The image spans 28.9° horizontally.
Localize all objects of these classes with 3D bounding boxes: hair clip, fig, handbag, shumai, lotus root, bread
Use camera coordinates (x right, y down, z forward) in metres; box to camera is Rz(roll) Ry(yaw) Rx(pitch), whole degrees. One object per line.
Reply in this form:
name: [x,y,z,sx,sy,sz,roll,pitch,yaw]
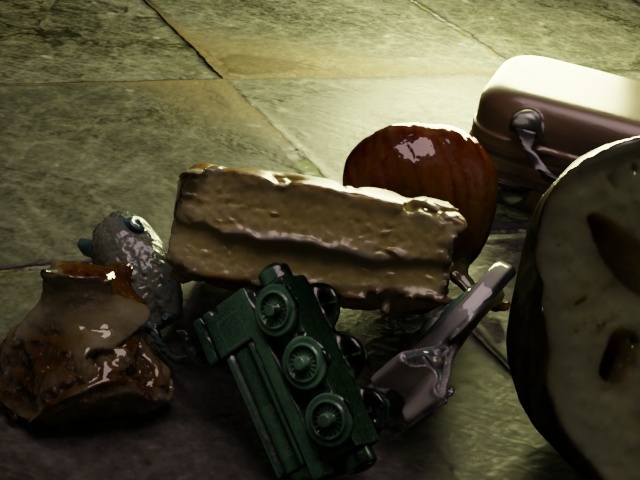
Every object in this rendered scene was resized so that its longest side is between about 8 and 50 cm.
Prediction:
hair clip: [0.109,0.081,1.043,0.054,0.140,0.220,43,34,4]
fig: [0.113,-0.029,1.269,0.148,0.202,0.149,-17,12,33]
handbag: [0.313,-0.097,1.439,0.302,0.149,0.283,20,26,18]
shumai: [-0.188,0.073,0.972,0.145,0.116,0.145,6,29,-3]
lotus root: [0.219,0.056,0.989,0.149,0.267,0.260,-11,2,2]
bread: [0.000,0.000,1.082,0.239,0.111,0.246,7,0,4]

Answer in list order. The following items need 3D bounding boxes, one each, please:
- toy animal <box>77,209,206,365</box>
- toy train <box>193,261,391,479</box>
toy animal: [-0.148,0.051,1.075,0.079,0.070,0.253,42,8,-37]
toy train: [-0.019,0.104,0.934,0.071,0.111,0.170,-1,61,-53]
